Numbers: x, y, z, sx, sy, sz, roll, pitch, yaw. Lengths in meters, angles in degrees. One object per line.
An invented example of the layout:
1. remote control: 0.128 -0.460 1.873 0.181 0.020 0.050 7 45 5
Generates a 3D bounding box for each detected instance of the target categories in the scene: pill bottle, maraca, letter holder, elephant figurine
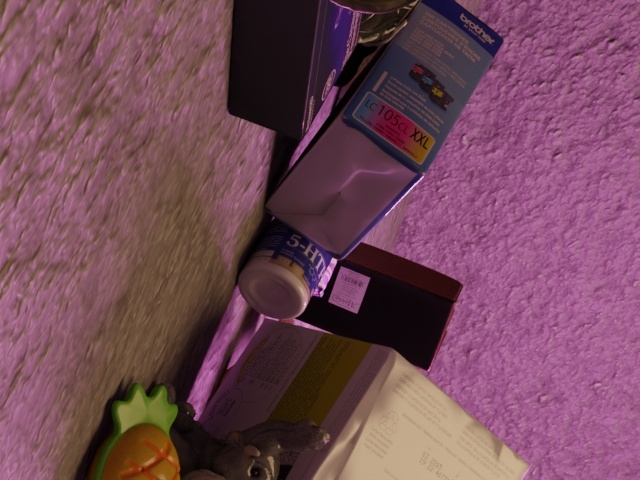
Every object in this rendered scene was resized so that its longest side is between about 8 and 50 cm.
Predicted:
1. pill bottle: -0.041 0.020 1.893 0.112 0.112 0.186 102 12 -47
2. maraca: -0.215 0.260 1.450 0.127 0.099 0.185 15 82 -56
3. letter holder: 0.109 0.093 2.363 0.214 0.302 0.152 -48 158 -68
4. elephant figurine: -0.131 0.295 1.567 0.186 0.240 0.169 98 16 -58

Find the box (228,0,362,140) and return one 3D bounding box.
1. box: -0.018 -0.269 1.378 0.261 0.103 0.184 100 17 -54

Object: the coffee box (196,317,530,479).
1. coffee box: 0.023 0.355 1.804 0.334 0.338 0.338 7 -120 55

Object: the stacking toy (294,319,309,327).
1. stacking toy: -0.086 0.248 2.392 0.167 0.052 0.221 -61 172 -48

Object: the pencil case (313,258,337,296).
1. pencil case: 0.000 0.000 2.215 0.206 0.086 0.088 -66 151 -26

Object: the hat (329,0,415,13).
1. hat: 0.015 -0.374 1.178 0.331 0.134 0.331 -32 129 -50

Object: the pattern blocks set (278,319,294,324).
1. pattern blocks set: -0.054 0.182 2.087 0.285 0.026 0.324 -100 -173 -79

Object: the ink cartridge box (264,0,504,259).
1. ink cartridge box: 0.110 -0.195 1.858 0.270 0.151 0.395 -46 -170 51

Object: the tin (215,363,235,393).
1. tin: -0.129 0.286 2.027 0.040 0.106 0.189 -25 137 -89

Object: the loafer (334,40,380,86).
1. loafer: 0.052 -0.305 1.859 0.061 0.062 0.170 92 19 -52

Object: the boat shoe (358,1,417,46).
1. boat shoe: 0.067 -0.322 1.728 0.105 0.113 0.306 -63 -179 18

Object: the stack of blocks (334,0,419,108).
1. stack of blocks: 0.118 -0.324 2.118 0.171 0.087 0.297 -19 130 -79
